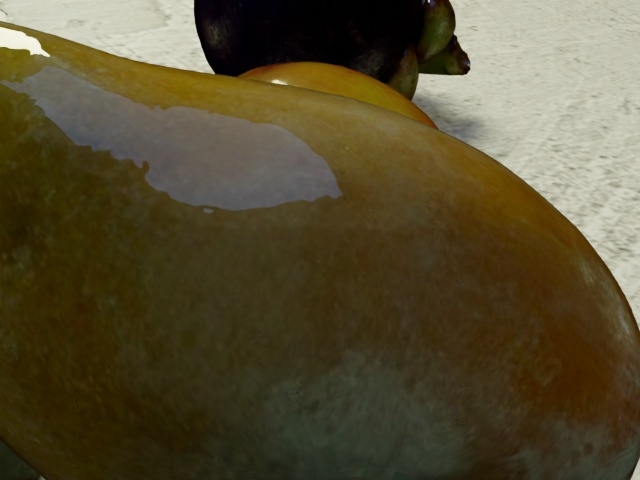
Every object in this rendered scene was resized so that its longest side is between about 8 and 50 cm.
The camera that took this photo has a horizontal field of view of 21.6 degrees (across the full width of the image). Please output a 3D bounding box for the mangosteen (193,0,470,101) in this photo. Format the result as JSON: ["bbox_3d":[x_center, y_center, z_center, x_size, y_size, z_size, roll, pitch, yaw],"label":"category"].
[{"bbox_3d":[0.012,-0.177,1.323,0.230,0.194,0.194,23,16,-29],"label":"mangosteen"}]

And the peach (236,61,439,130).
[{"bbox_3d":[0.000,0.000,0.930,0.197,0.197,0.197,6,25,-3],"label":"peach"}]

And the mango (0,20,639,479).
[{"bbox_3d":[-0.024,0.032,0.732,0.384,0.221,0.199,31,34,-17],"label":"mango"}]

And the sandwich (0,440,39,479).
[{"bbox_3d":[-0.199,0.076,0.801,0.096,0.094,0.258,24,28,35],"label":"sandwich"}]
